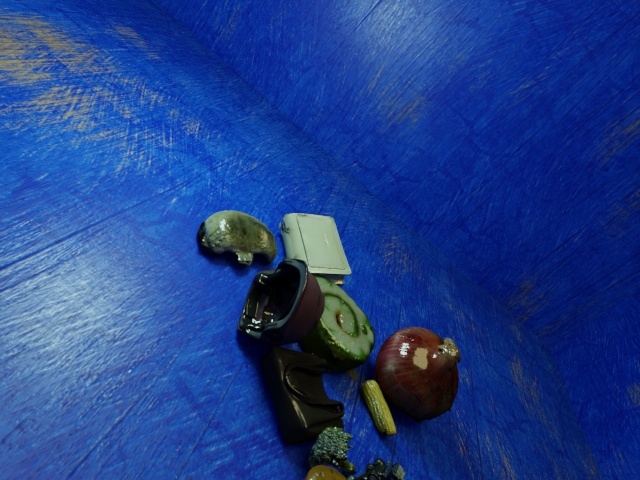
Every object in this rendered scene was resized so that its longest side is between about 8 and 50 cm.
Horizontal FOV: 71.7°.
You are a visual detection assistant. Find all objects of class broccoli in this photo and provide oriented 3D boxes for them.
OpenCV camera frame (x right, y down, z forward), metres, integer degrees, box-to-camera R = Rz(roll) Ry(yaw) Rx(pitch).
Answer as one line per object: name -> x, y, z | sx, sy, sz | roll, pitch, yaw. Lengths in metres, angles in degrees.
broccoli -> 0.049, 0.610, 1.245 | 0.204, 0.118, 0.122 | 63, 40, -38

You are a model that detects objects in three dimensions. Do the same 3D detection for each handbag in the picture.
handbag -> -0.038, 0.053, 1.901 | 0.237, 0.160, 0.358 | 10, 42, -25
handbag -> -0.043, 0.463, 1.357 | 0.257, 0.113, 0.285 | 23, 31, -48

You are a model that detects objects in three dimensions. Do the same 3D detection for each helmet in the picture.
helmet -> -0.100, 0.215, 1.413 | 0.197, 0.338, 0.270 | 39, 46, -31

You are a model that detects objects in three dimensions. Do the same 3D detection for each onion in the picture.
onion -> 0.371, 0.503, 1.685 | 0.354, 0.353, 0.353 | 33, 27, -20

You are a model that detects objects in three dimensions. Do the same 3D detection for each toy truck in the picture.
toy truck -> 0.141, 0.664, 1.202 | 0.088, 0.202, 0.074 | 50, 23, 7

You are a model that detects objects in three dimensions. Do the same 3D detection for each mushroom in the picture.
mushroom -> -0.296, -0.011, 1.684 | 0.344, 0.130, 0.247 | 19, 31, -40

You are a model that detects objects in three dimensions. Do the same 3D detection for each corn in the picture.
corn -> 0.203, 0.589, 1.557 | 0.072, 0.072, 0.203 | 17, 37, -43

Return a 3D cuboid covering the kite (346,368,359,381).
kite -> 0.029, 0.404, 1.653 | 0.335, 0.011, 0.314 | 44, 26, 2

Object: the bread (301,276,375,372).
bread -> 0.033, 0.303, 1.650 | 0.382, 0.129, 0.366 | 29, 29, -26

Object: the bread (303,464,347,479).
bread -> 0.010, 0.685, 1.053 | 0.195, 0.142, 0.269 | 34, 26, -21
